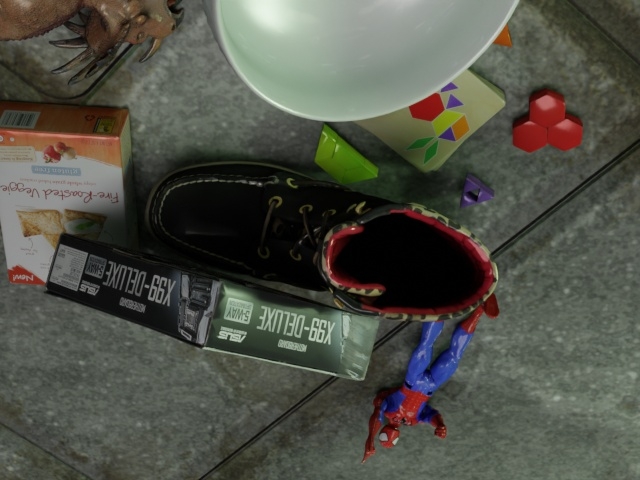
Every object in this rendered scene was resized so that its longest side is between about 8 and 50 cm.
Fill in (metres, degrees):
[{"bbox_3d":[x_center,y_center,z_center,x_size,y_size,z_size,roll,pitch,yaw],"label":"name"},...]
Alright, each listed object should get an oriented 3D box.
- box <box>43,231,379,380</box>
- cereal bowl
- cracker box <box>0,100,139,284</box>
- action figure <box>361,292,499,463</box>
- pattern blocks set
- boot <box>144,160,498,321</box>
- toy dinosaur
[{"bbox_3d":[-0.126,0.073,1.568,0.242,0.076,0.307,17,178,-44],"label":"box"},{"bbox_3d":[0.033,-0.292,1.351,0.339,0.141,0.339,-14,134,-15],"label":"cereal bowl"},{"bbox_3d":[-0.303,-0.050,1.663,0.156,0.067,0.232,3,129,3],"label":"cracker box"},{"bbox_3d":[0.132,0.194,1.769,0.091,0.139,0.280,20,129,-8],"label":"action figure"},{"bbox_3d":[0.105,-0.163,1.558,0.285,0.026,0.325,-32,118,26],"label":"pattern blocks set"},{"bbox_3d":[0.000,0.000,1.523,0.377,0.284,0.138,15,92,-10],"label":"boot"},{"bbox_3d":[-0.313,-0.255,1.476,0.296,0.127,0.200,1,135,12],"label":"toy dinosaur"}]
